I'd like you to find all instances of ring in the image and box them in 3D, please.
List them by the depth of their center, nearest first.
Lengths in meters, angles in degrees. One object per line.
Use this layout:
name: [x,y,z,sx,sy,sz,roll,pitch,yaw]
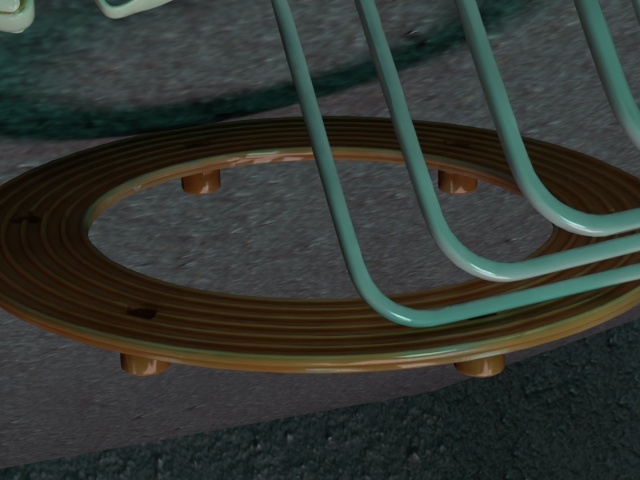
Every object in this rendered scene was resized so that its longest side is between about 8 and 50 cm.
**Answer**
ring: [0.000,0.000,0.857,0.337,0.032,0.336,-1,-160,0]

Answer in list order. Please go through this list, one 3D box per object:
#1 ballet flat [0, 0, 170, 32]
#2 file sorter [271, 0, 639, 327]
ballet flat: [-0.092,-0.099,0.618,0.168,0.052,0.057,-15,170,-6]
file sorter: [0.123,-0.094,0.639,0.193,0.173,0.278,-12,169,-26]
